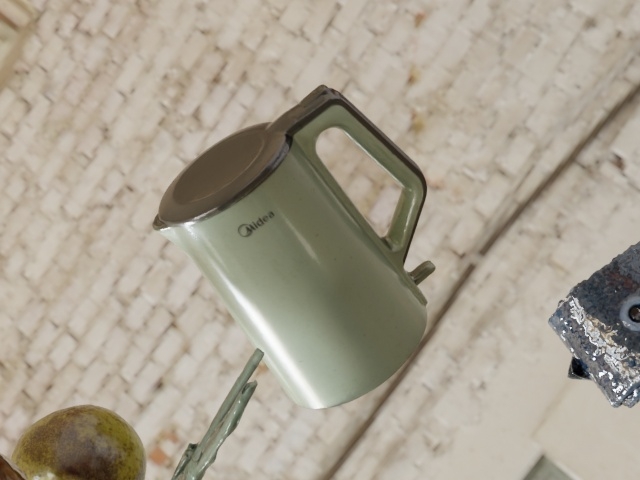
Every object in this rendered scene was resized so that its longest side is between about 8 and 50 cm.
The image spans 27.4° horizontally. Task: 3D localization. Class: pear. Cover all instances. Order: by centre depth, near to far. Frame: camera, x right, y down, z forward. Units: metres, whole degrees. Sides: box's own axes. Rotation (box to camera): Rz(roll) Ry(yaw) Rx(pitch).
[{"bbox_3d":[-0.340,0.323,1.855,0.197,0.197,0.197,-40,-27,-25],"label":"pear"}]

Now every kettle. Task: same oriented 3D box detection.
[{"bbox_3d":[0.000,0.000,1.923,0.361,0.250,0.377,-36,-64,2],"label":"kettle"}]

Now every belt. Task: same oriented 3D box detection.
[{"bbox_3d":[0.292,0.056,1.056,0.218,0.128,0.122,-25,-20,-37],"label":"belt"}]

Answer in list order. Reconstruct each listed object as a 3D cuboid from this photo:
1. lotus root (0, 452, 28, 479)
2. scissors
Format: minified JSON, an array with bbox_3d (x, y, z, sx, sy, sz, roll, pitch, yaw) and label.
[{"bbox_3d":[-0.352,0.256,1.134,0.272,0.192,0.272,-5,-18,-2],"label":"lotus root"},{"bbox_3d":[-0.151,0.260,1.110,0.384,0.029,0.256,-59,3,2],"label":"scissors"}]
